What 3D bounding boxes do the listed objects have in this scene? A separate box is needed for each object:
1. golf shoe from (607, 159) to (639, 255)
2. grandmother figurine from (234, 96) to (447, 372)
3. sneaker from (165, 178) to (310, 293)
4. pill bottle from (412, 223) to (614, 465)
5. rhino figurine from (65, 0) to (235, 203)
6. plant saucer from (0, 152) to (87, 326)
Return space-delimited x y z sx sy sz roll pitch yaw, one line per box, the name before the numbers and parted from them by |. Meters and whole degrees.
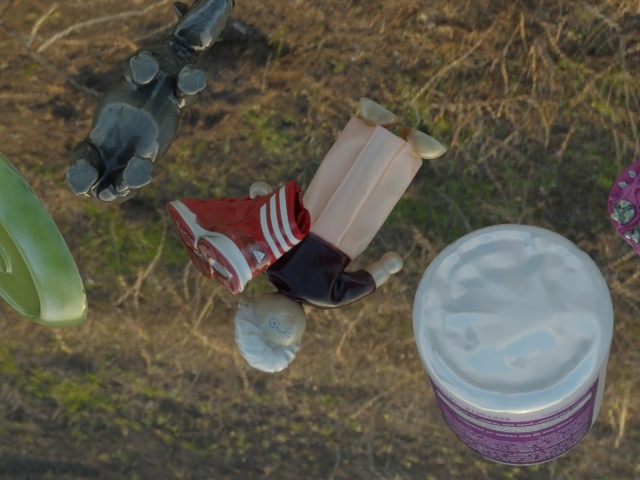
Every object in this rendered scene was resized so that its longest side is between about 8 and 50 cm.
golf shoe | 0.434 0.040 1.045 0.140 0.306 0.115 6 140 -45
grandmother figurine | 0.000 0.000 1.187 0.208 0.342 0.104 30 180 -1
sneaker | -0.082 -0.017 1.090 0.221 0.128 0.087 37 153 57
pill bottle | 0.185 0.117 0.940 0.169 0.169 0.301 9 157 17
rhino figurine | -0.140 -0.133 0.859 0.073 0.243 0.106 33 169 -14
plant saucer | -0.331 -0.002 1.034 0.241 0.037 0.241 35 146 29
